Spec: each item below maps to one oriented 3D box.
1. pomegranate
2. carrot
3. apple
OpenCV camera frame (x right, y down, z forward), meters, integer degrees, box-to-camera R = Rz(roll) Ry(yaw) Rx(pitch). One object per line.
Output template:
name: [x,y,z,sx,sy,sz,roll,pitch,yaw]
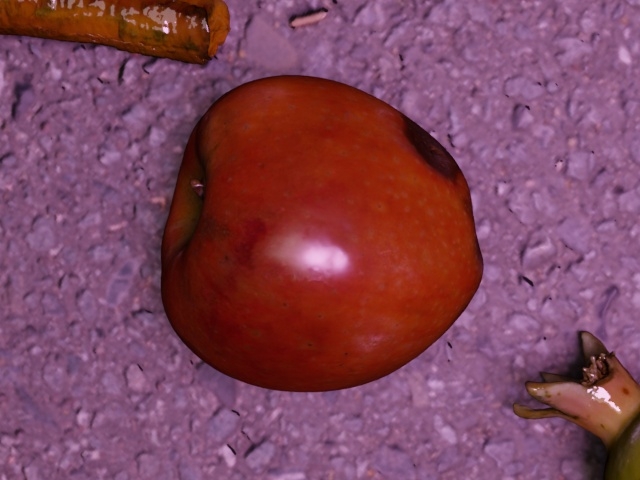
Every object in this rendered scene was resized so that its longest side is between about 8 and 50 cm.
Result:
pomegranate: [0.243,0.162,0.660,0.220,0.156,0.156,18,93,22]
carrot: [-0.203,-0.186,0.734,0.260,0.070,0.070,11,93,3]
apple: [0.000,0.000,0.651,0.230,0.230,0.229,0,91,6]
